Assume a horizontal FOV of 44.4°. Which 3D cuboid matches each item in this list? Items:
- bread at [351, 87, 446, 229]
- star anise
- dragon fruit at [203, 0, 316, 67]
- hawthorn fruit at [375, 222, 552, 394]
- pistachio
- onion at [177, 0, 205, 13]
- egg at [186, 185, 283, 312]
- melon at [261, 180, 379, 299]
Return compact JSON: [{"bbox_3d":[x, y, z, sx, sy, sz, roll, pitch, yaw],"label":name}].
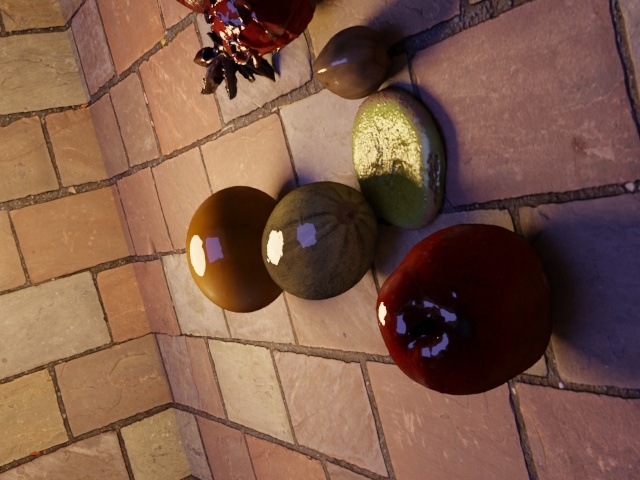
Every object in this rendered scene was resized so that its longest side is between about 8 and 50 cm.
[{"bbox_3d":[0.145,-0.163,1.590,0.301,0.045,0.301,35,133,48],"label":"bread"},{"bbox_3d":[-0.204,-0.463,1.909,0.212,0.129,0.282,42,105,26],"label":"star anise"},{"bbox_3d":[-0.132,-0.515,1.665,0.244,0.245,0.298,57,133,25],"label":"dragon fruit"},{"bbox_3d":[0.223,0.116,1.284,0.285,0.369,0.284,4,96,34],"label":"hawthorn fruit"},{"bbox_3d":[0.060,-0.347,1.545,0.238,0.153,0.137,-129,37,-81],"label":"pistachio"},{"bbox_3d":[-0.245,-0.661,1.803,0.221,0.281,0.280,25,132,14],"label":"onion"},{"bbox_3d":[-0.204,0.027,2.025,0.282,0.283,0.351,43,145,41],"label":"egg"},{"bbox_3d":[0.000,0.000,1.710,0.248,0.249,0.329,66,156,12],"label":"melon"}]
